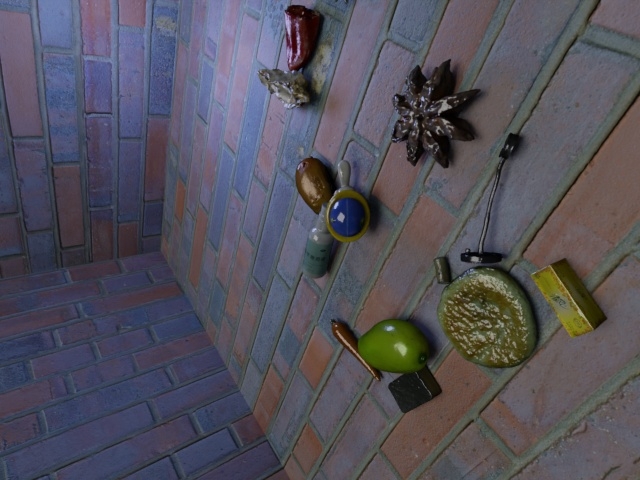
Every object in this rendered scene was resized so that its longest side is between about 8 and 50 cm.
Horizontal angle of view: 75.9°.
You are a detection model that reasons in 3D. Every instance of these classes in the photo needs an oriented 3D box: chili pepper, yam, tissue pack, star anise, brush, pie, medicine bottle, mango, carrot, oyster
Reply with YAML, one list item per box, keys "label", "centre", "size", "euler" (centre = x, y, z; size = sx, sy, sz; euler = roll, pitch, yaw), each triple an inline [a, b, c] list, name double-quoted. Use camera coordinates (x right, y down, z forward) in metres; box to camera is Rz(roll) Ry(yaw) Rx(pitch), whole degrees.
- label: "chili pepper"
  centre: [-0.077, -0.794, 1.645]
  size: [0.144, 0.136, 0.253]
  euler: [10, 128, 4]
- label: "yam"
  centre: [0.393, 0.099, 1.327]
  size: [0.043, 0.043, 0.094]
  euler: [-8, 92, 52]
- label: "tissue pack"
  centre: [0.615, 0.139, 1.016]
  size: [0.062, 0.095, 0.176]
  euler: [-47, 63, 46]
- label: "star anise"
  centre: [0.322, -0.371, 1.231]
  size: [0.331, 0.117, 0.332]
  euler: [27, 125, 46]
- label: "brush"
  centre: [0.339, 0.544, 1.503]
  size: [0.123, 0.059, 0.197]
  euler: [57, 138, 22]
- label: "pie"
  centre: [0.491, 0.236, 1.224]
  size: [0.323, 0.070, 0.323]
  euler: [19, 116, 44]
- label: "medicine bottle"
  centre: [0.000, 0.000, 1.711]
  size: [0.110, 0.110, 0.352]
  euler: [45, 138, 35]
- label: "mango"
  centre: [-0.022, -0.224, 1.699]
  size: [0.156, 0.151, 0.249]
  euler: [131, 116, -82]
- label: "carrot"
  centre: [0.145, 0.452, 1.725]
  size: [0.336, 0.069, 0.069]
  euler: [46, 132, 30]
- label: "mango"
  centre: [0.249, 0.383, 1.495]
  size: [0.343, 0.156, 0.192]
  euler: [-22, 80, 54]
- label: "oyster"
  centre: [-0.140, -0.648, 1.733]
  size: [0.341, 0.110, 0.166]
  euler: [27, 153, 47]

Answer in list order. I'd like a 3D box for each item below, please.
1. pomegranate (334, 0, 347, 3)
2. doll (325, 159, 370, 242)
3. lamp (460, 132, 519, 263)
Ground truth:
- label: "pomegranate"
  centre: [0.069, -0.945, 1.335]
  size: [0.236, 0.236, 0.302]
  euler: [58, 165, 23]
- label: "doll"
  centre: [0.113, -0.143, 1.528]
  size: [0.159, 0.242, 0.311]
  euler: [1, 102, 17]
- label: "lamp"
  centre: [0.500, -0.096, 1.130]
  size: [0.108, 0.130, 0.371]
  euler: [23, 105, 22]
